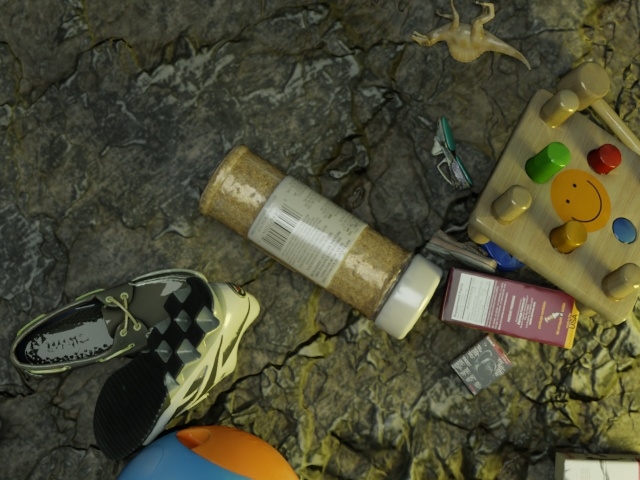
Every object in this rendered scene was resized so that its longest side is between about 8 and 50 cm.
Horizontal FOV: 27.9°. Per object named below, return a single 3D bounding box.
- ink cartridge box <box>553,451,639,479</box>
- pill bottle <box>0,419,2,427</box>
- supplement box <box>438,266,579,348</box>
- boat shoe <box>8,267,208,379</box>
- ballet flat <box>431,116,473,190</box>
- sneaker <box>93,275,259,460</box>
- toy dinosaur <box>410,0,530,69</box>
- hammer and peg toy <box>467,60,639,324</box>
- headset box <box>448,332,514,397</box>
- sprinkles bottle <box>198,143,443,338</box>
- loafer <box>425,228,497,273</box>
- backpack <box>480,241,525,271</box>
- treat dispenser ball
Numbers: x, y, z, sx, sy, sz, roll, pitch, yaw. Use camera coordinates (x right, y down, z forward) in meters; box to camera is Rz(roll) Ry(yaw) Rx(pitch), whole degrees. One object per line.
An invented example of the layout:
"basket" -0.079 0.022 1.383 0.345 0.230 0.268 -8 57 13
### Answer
"ink cartridge box" 0.406 0.335 1.830 0.135 0.099 0.056 1 87 2
"pill bottle" -0.570 0.344 1.857 0.130 0.130 0.246 26 89 4
"supplement box" 0.269 0.096 1.847 0.188 0.104 0.081 12 88 4
"boat shoe" -0.306 0.122 1.876 0.304 0.091 0.109 -21 86 1
"ballet flat" 0.186 -0.125 1.897 0.041 0.041 0.114 -22 85 1
"sneaker" -0.199 0.196 1.859 0.330 0.146 0.122 -50 57 22
"toy dinosaur" 0.230 -0.308 1.906 0.183 0.053 0.093 12 103 10
"hammer and peg toy" 0.380 -0.087 1.775 0.266 0.127 0.361 35 60 -5
"headset box" 0.238 0.179 1.880 0.083 0.032 0.062 -39 87 -1
"sprinkles bottle" 0.000 0.000 1.855 0.355 0.121 0.121 33 89 4
"loafer" 0.206 0.013 1.860 0.125 0.045 0.039 19 77 43
"backpack" 0.287 -0.016 1.856 0.120 0.101 0.098 -29 77 2
"treat dispenser ball" -0.153 0.397 1.757 0.288 0.288 0.288 0 87 2
